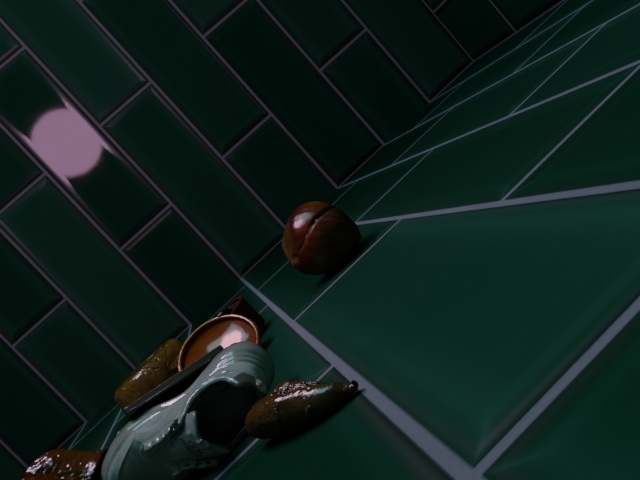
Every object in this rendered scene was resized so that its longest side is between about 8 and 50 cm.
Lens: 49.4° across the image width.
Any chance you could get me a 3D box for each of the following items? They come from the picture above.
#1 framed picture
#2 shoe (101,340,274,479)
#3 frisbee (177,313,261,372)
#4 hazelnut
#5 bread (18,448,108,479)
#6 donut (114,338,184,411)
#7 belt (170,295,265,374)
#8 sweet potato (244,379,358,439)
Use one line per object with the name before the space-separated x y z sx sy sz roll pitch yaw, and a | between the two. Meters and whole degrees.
framed picture | -0.243 0.284 1.201 0.189 0.023 0.260 -32 -21 -25
shoe | -0.189 0.285 1.021 0.316 0.124 0.159 -44 14 -5
frisbee | -0.211 0.239 1.476 0.191 0.035 0.192 -14 41 12
hazelnut | 0.000 0.000 1.603 0.182 0.182 0.182 -42 6 6
bread | -0.412 0.450 1.056 0.247 0.135 0.232 -75 0 -58
donut | -0.441 0.379 1.865 0.208 0.128 0.261 -40 5 23
belt | -0.240 0.247 1.637 0.184 0.105 0.261 -35 12 36
sweet potato | -0.034 0.204 0.862 0.205 0.060 0.068 -25 54 38
